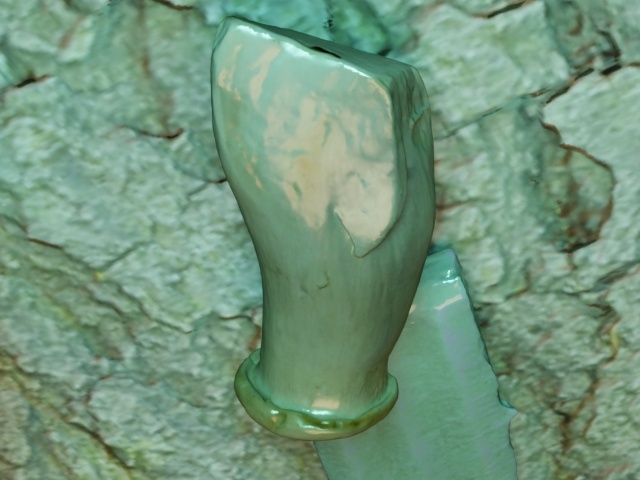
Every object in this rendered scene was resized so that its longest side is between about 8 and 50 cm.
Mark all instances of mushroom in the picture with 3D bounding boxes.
[{"bbox_3d":[0.006,-0.008,0.863,0.108,0.096,0.247,-37,141,-35],"label":"mushroom"}]

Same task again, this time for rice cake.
[{"bbox_3d":[0.050,0.101,1.043,0.127,0.043,0.237,-15,138,5],"label":"rice cake"}]
